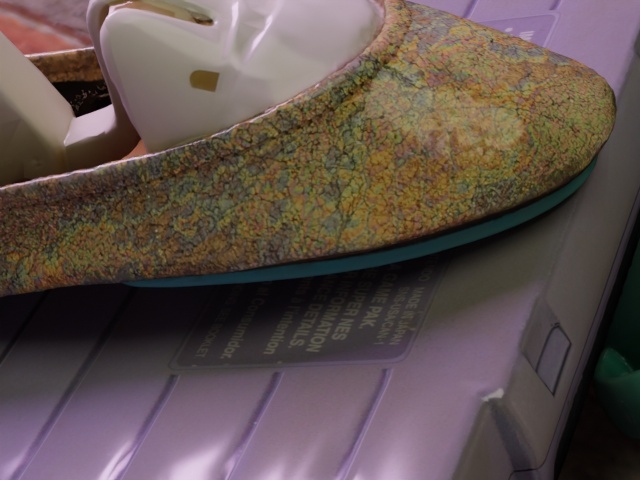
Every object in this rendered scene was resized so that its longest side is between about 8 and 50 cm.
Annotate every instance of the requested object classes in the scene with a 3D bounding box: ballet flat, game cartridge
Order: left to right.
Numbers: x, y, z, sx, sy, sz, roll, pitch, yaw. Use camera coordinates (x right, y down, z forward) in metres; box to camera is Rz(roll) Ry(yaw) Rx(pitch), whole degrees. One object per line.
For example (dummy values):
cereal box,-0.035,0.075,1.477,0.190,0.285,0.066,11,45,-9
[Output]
ballet flat,-0.082,-0.040,0.626,0.348,0.123,0.123,-9,39,17
game cartridge,0.000,0.000,0.681,0.230,0.068,0.355,1,37,24

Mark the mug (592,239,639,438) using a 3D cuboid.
mug,0.157,0.016,0.724,0.157,0.097,0.129,6,72,-33
